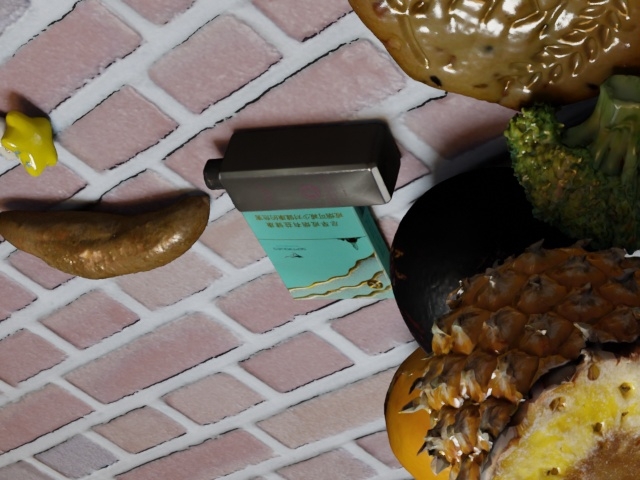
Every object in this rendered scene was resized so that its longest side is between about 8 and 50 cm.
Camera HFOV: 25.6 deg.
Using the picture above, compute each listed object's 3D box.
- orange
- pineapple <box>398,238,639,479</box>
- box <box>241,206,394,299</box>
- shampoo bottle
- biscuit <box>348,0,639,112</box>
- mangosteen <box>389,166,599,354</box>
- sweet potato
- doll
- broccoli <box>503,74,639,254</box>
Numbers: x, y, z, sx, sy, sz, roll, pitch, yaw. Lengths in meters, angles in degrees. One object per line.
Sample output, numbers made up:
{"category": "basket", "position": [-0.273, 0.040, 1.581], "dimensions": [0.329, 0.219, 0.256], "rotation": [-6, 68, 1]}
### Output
{"category": "orange", "position": [0.210, 0.238, 1.950], "dimensions": [0.246, 0.246, 0.246], "rotation": [10, 143, 8]}
{"category": "pineapple", "position": [0.257, 0.175, 1.449], "dimensions": [0.352, 0.300, 0.352], "rotation": [-3, 110, -10]}
{"category": "box", "position": [0.000, 0.000, 1.877], "dimensions": [0.162, 0.041, 0.229], "rotation": [-2, 143, 24]}
{"category": "shampoo bottle", "position": [-0.029, -0.088, 1.749], "dimensions": [0.246, 0.079, 0.080], "rotation": [-2, 139, 23]}
{"category": "biscuit", "position": [0.200, -0.261, 1.474], "dimensions": [0.359, 0.046, 0.359], "rotation": [10, 144, 8]}
{"category": "mangosteen", "position": [0.209, 0.043, 1.718], "dimensions": [0.275, 0.275, 0.302], "rotation": [25, 176, -11]}
{"category": "sweet potato", "position": [-0.301, 0.001, 1.961], "dimensions": [0.341, 0.092, 0.114], "rotation": [-2, 115, 23]}
{"category": "doll", "position": [-0.406, -0.140, 1.848], "dimensions": [0.135, 0.071, 0.113], "rotation": [40, 156, -19]}
{"category": "broccoli", "position": [0.310, -0.101, 1.539], "dimensions": [0.219, 0.194, 0.194], "rotation": [21, 145, 13]}
